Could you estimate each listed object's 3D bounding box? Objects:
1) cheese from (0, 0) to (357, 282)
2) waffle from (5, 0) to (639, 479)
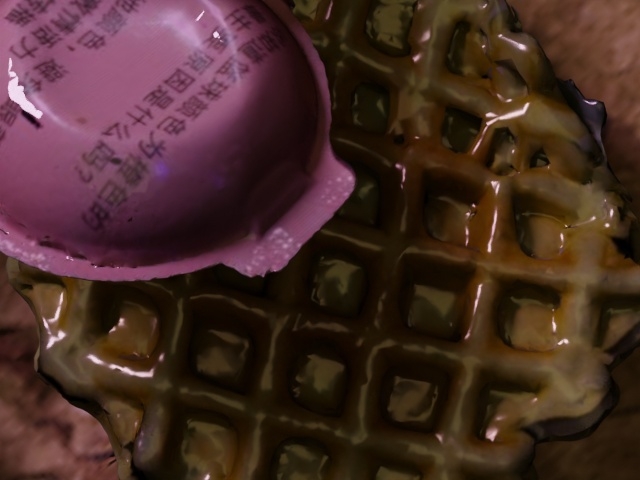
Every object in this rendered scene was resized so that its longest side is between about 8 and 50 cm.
[{"bbox_3d":[-0.115,-0.082,0.671,0.286,0.074,0.189,32,59,14],"label":"cheese"},{"bbox_3d":[0.000,0.000,0.739,0.297,0.073,0.317,-33,84,-2],"label":"waffle"}]
